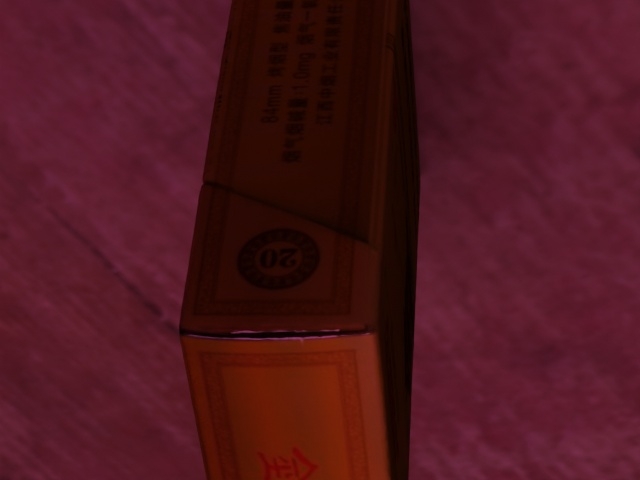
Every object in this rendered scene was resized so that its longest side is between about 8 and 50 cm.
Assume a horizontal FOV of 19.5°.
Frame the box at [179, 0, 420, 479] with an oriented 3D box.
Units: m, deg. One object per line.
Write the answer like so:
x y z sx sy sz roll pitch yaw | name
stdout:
0.000 0.000 0.799 0.076 0.274 0.174 -2 133 7 | box
